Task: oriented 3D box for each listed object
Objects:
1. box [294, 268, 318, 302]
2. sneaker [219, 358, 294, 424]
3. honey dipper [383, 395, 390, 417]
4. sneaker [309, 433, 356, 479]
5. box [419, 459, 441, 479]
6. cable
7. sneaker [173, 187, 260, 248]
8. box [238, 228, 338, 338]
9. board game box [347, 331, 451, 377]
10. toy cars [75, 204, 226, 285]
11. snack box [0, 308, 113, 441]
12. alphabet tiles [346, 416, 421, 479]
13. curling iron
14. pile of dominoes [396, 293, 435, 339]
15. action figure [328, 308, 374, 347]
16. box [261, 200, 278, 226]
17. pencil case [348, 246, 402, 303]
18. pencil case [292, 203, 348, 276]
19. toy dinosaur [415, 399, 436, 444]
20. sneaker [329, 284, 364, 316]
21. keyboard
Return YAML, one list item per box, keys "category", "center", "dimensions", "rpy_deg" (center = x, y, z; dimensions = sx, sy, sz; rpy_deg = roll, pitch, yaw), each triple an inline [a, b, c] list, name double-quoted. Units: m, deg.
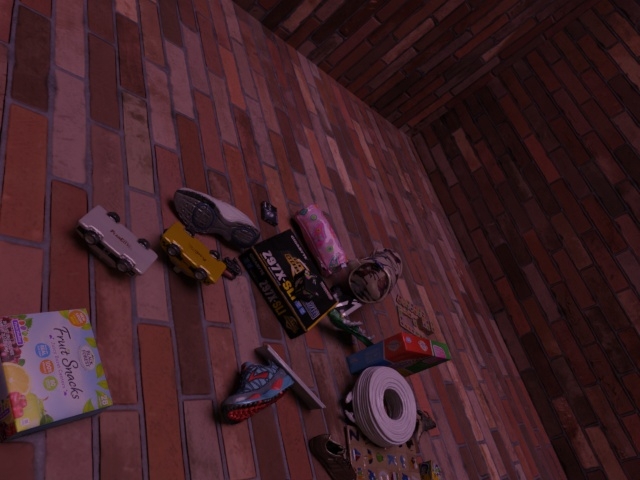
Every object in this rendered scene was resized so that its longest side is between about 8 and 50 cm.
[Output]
- category: "box"
  center: [-0.046, 0.146, 1.551]
  dimensions: [0.062, 0.052, 0.083]
  rpy_deg: [33, 37, -34]
- category: "sneaker"
  center: [-0.183, 0.380, 1.242]
  dimensions: [0.125, 0.104, 0.262]
  rpy_deg: [49, 20, 18]
- category: "honey dipper"
  center: [0.242, 0.619, 1.686]
  dimensions: [0.030, 0.030, 0.160]
  rpy_deg: [26, 43, -43]
- category: "sneaker"
  center: [0.051, 0.618, 1.351]
  dimensions: [0.188, 0.071, 0.066]
  rpy_deg: [48, 30, -14]
- category: "box"
  center: [0.376, 0.843, 1.632]
  dimensions: [0.059, 0.054, 0.168]
  rpy_deg: [43, 31, -23]
- category: "cable"
  center: [0.212, 0.536, 1.576]
  dimensions: [0.257, 0.089, 0.257]
  rpy_deg: [51, 39, -11]
- category: "sneaker"
  center: [-0.326, -0.078, 1.490]
  dimensions: [0.297, 0.111, 0.129]
  rpy_deg: [33, 16, -36]
- category: "box"
  center: [-0.099, 0.135, 1.615]
  dimensions: [0.322, 0.079, 0.257]
  rpy_deg: [57, 30, 2]
- category: "board game box"
  center: [0.287, 0.423, 1.735]
  dimensions: [0.317, 0.242, 0.064]
  rpy_deg: [22, 45, -45]
- category: "toy cars"
  center: [-0.425, 0.031, 1.224]
  dimensions: [0.394, 0.087, 0.176]
  rpy_deg: [14, 50, -46]
- category: "snack box"
  center: [-0.506, 0.239, 0.895]
  dimensions: [0.175, 0.070, 0.207]
  rpy_deg: [3, 59, -55]
- category: "alphabet tiles"
  center: [0.209, 0.702, 1.542]
  dimensions: [0.343, 0.011, 0.285]
  rpy_deg: [27, 43, -37]
- category: "curling iron"
  center: [-0.338, 0.039, 1.393]
  dimensions: [0.274, 0.035, 0.068]
  rpy_deg: [33, 32, -37]
- category: "pile of dominoes"
  center: [0.445, 0.359, 2.249]
  dimensions: [0.251, 0.040, 0.195]
  rpy_deg: [36, 35, -33]
- category: "action figure"
  center: [0.100, 0.297, 1.679]
  dimensions: [0.232, 0.137, 0.063]
  rpy_deg: [41, 74, -41]
- category: "box"
  center: [-0.188, -0.099, 1.778]
  dimensions: [0.067, 0.018, 0.083]
  rpy_deg: [31, 37, -38]
- category: "pencil case"
  center: [0.232, 0.127, 1.971]
  dimensions: [0.183, 0.160, 0.410]
  rpy_deg: [66, 18, 1]
- category: "pencil case"
  center: [0.000, 0.000, 1.860]
  dimensions: [0.124, 0.124, 0.284]
  rpy_deg: [-8, 69, -59]
- category: "toy dinosaur"
  center: [0.360, 0.659, 1.763]
  dimensions: [0.118, 0.064, 0.268]
  rpy_deg: [46, 12, 24]
- category: "sneaker"
  center: [0.091, 0.216, 1.816]
  dimensions: [0.121, 0.079, 0.217]
  rpy_deg: [60, 30, 6]
- category: "keyboard"
  center: [-0.086, 0.394, 1.376]
  dimensions: [0.256, 0.072, 0.014]
  rpy_deg: [50, 54, -11]
